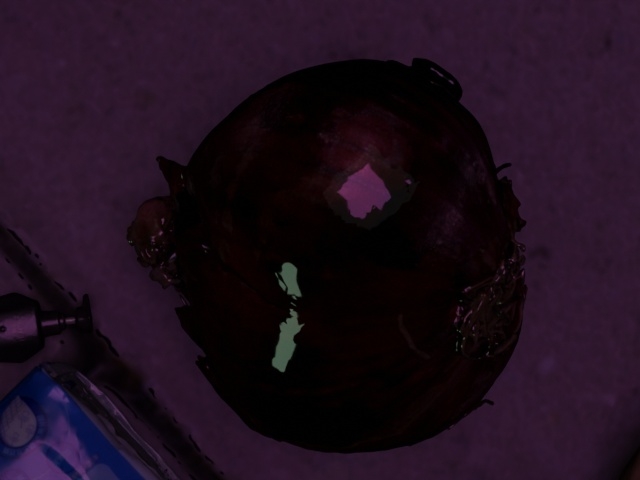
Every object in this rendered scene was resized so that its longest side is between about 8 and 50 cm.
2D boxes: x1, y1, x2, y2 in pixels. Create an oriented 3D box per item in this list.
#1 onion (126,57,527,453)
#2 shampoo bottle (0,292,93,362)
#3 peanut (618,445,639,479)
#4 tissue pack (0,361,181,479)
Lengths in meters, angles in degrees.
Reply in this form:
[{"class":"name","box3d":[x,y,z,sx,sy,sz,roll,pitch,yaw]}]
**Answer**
[{"class":"onion","box3d":[0.017,0.006,0.893,0.281,0.281,0.221,36,65,-3]},{"class":"shampoo bottle","box3d":[-0.223,0.061,0.985,0.137,0.027,0.048,-7,91,-6]},{"class":"peanut","box3d":[0.312,0.121,0.988,0.130,0.130,0.290,38,83,-3]},{"class":"tissue pack","box3d":[-0.197,0.233,0.922,0.263,0.146,0.198,-44,90,-5]}]
